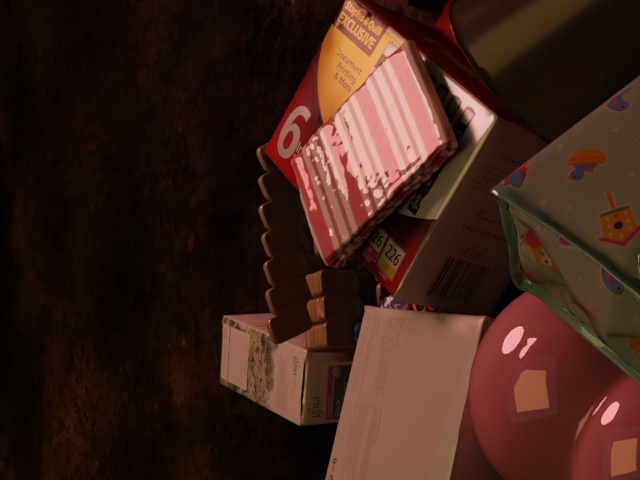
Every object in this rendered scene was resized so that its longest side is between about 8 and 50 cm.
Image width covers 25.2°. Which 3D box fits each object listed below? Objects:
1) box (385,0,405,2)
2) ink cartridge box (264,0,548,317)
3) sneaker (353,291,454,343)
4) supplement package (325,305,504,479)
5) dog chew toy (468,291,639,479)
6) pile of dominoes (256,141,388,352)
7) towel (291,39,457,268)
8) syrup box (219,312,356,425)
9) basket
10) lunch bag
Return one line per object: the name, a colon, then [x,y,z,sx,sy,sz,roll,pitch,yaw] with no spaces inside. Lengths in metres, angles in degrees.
box: [0.044,-0.438,1.620,0.154,0.142,0.300,-41,54,51]
ink cartridge box: [0.111,-0.119,1.450,0.272,0.130,0.309,-61,38,16]
sneaker: [0.111,0.074,1.540,0.221,0.087,0.083,-51,48,46]
supplement package: [0.134,0.176,1.391,0.203,0.149,0.194,1,76,59]
dog chew toy: [0.272,0.165,1.155,0.332,0.206,0.207,39,123,44]
pile of dominoes: [0.000,0.000,1.625,0.040,0.196,0.251,-16,75,48]
towel: [0.050,-0.083,1.385,0.197,0.029,0.144,-45,46,31]
syrup box: [-0.035,0.157,1.788,0.237,0.096,0.093,15,104,60]
basket: [0.256,-0.201,1.193,0.227,0.204,0.154,-43,13,33]
lunch bag: [0.293,-0.001,1.060,0.262,0.223,0.160,40,160,44]
